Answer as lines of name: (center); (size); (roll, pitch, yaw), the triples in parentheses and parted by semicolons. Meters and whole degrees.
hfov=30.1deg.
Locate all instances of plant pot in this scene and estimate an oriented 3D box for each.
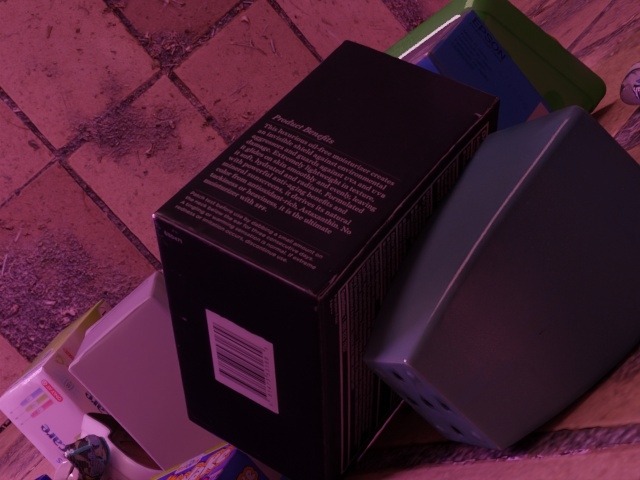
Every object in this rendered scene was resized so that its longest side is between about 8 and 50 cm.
plant pot: (0.155, 0.043, 0.957); (0.234, 0.165, 0.166); (-49, 11, -14)

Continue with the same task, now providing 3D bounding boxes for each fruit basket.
fruit basket: (0.213, -0.207, 1.671); (0.392, 0.283, 0.392); (-46, 22, 25)

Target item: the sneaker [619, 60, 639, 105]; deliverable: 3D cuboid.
sneaker: (0.387, -0.178, 1.387); (0.058, 0.052, 0.135); (-48, 10, -19)

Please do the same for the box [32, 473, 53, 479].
box: (-0.363, 0.392, 1.514); (0.072, 0.126, 0.137); (-36, 11, 38)

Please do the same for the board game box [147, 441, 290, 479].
board game box: (-0.198, 0.342, 1.221); (0.347, 0.078, 0.233); (-33, 12, 43)

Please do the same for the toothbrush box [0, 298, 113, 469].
toothbrush box: (-0.387, 0.257, 2.013); (0.122, 0.206, 0.283); (-37, 9, 22)

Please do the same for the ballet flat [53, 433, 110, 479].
ballet flat: (-0.330, 0.323, 1.585); (0.070, 0.070, 0.188); (-50, -14, -47)

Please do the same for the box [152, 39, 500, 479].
box: (0.014, 0.025, 1.119); (0.294, 0.183, 0.296); (-46, -30, -35)

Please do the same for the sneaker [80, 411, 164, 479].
sneaker: (-0.273, 0.327, 1.654); (0.290, 0.106, 0.123); (7, 84, 67)

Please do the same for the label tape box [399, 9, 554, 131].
label tape box: (0.110, -0.061, 1.332); (0.348, 0.249, 0.115); (-30, 14, 49)

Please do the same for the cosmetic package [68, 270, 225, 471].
cosmetic package: (-0.182, 0.175, 1.491); (0.138, 0.224, 0.224); (-41, 9, 1)
